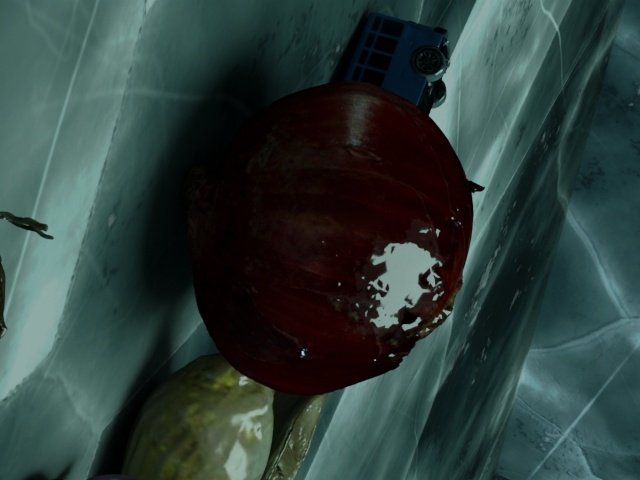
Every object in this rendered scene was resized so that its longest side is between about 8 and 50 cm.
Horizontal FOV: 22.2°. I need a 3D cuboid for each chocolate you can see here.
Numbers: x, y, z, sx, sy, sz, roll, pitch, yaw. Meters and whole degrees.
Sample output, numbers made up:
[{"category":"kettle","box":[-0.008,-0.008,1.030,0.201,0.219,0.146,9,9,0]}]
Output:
[{"category":"chocolate","box":[-0.136,0.240,1.481,0.309,0.134,0.134,-65,165,4]}]

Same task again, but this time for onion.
[{"category":"onion","box":[0.000,0.000,1.392,0.276,0.276,0.276,-58,162,-31]}]

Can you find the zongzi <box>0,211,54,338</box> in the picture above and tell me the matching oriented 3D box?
[{"category":"zongzi","box":[-0.269,0.114,0.944,0.247,0.111,0.241,-63,-177,-37]}]

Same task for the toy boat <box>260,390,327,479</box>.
[{"category":"toy boat","box":[-0.058,0.239,1.853,0.188,0.061,0.116,-62,162,-19]}]

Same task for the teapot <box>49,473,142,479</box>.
[{"category":"teapot","box":[-0.179,0.264,1.320,0.148,0.146,0.116,-18,129,-70]}]

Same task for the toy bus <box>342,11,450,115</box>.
[{"category":"toy bus","box":[0.062,-0.128,1.656,0.090,0.106,0.184,76,34,-71]}]
